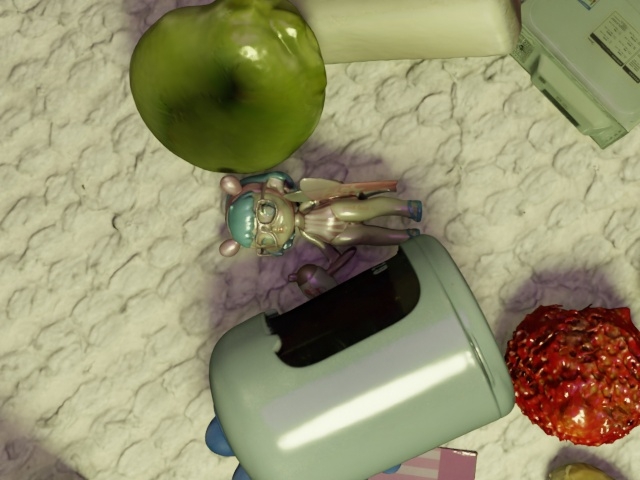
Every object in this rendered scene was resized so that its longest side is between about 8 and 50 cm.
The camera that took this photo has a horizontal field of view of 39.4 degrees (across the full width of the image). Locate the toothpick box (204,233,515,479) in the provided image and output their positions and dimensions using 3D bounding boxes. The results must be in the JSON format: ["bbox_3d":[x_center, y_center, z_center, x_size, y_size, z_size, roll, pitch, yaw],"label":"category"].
[{"bbox_3d":[0.030,0.178,1.063,0.355,0.263,0.263,-25,86,1],"label":"toothpick box"}]

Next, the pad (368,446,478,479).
[{"bbox_3d":[0.090,0.411,1.154,0.202,0.005,0.299,7,86,1],"label":"pad"}]

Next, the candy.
[{"bbox_3d":[0.064,-0.333,1.094,0.359,0.145,0.208,2,83,23],"label":"candy"}]

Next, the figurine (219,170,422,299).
[{"bbox_3d":[0.000,-0.012,1.155,0.260,0.103,0.205,2,122,-1],"label":"figurine"}]

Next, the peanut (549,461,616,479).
[{"bbox_3d":[0.378,0.358,1.116,0.214,0.099,0.099,33,87,-2],"label":"peanut"}]

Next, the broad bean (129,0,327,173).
[{"bbox_3d":[-0.110,-0.187,1.076,0.238,0.291,0.119,19,55,-14],"label":"broad bean"}]

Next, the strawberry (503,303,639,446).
[{"bbox_3d":[0.315,0.172,1.077,0.184,0.201,0.187,-36,102,23],"label":"strawberry"}]

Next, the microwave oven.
[{"bbox_3d":[0.350,-0.243,1.142,0.162,0.122,0.208,-42,85,-2],"label":"microwave oven"}]
